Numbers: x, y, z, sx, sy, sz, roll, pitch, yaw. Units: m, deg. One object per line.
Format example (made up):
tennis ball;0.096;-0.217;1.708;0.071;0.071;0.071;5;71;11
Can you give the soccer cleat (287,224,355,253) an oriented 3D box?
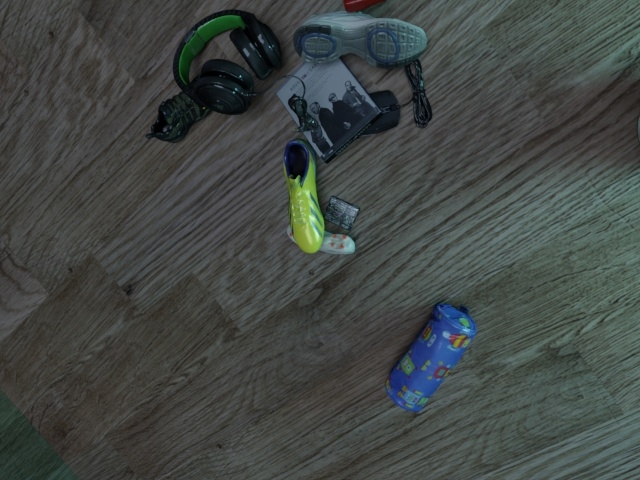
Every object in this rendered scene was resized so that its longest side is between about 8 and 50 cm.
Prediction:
soccer cleat;0.000;0.000;1.167;0.196;0.076;0.068;16;76;24

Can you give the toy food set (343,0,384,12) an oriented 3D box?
toy food set;0.092;-0.548;0.894;0.104;0.232;0.111;-7;90;14

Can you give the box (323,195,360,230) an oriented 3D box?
box;0.055;-0.072;1.155;0.083;0.018;0.067;24;109;6

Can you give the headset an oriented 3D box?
headset;-0.175;-0.390;1.037;0.394;0.185;0.244;36;87;26

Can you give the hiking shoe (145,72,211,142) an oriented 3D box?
hiking shoe;-0.358;-0.339;1.130;0.086;0.114;0.227;44;110;-2

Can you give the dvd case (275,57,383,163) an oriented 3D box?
dvd case;0.014;-0.332;1.045;0.179;0.029;0.239;-39;72;20

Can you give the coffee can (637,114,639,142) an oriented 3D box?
coffee can;0.762;-0.219;0.805;0.201;0.275;0.202;3;106;12

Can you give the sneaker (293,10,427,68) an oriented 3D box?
sneaker;0.092;-0.471;0.979;0.296;0.130;0.111;7;143;2

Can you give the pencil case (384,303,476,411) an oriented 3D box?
pencil case;0.286;0.303;1.151;0.119;0.133;0.306;13;114;-33

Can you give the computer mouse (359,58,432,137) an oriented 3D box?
computer mouse;0.127;-0.343;1.040;0.261;0.060;0.184;-7;104;15

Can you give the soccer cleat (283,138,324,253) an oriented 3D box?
soccer cleat;-0.051;-0.111;1.088;0.093;0.121;0.290;-5;89;14
